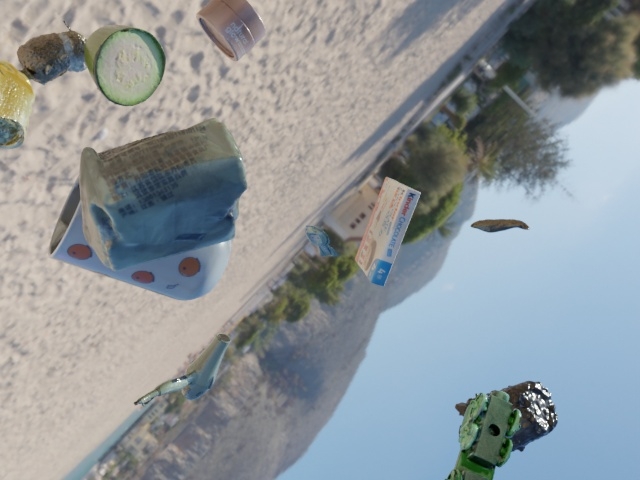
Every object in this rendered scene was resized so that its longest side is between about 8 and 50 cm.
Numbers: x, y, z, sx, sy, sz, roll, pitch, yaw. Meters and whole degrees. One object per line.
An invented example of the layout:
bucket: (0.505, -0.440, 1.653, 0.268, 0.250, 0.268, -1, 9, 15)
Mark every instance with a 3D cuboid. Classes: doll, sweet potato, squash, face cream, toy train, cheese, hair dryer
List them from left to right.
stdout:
doll: (-0.643, -0.423, 1.452, 0.221, 0.115, 0.105, -44, -168, -32)
squash: (-0.431, -0.392, 1.337, 0.170, 0.123, 0.170, -30, 142, -26)
hair dryer: (-0.258, 0.249, 1.207, 0.167, 0.067, 0.199, -53, 157, 9)
face cream: (-0.222, -0.537, 1.539, 0.104, 0.149, 0.149, -45, 180, -6)
cheese: (0.000, 0.000, 1.582, 0.067, 0.121, 0.026, 1, -131, 39)
toy train: (0.221, 0.338, 0.895, 0.119, 0.085, 0.251, 102, 15, -58)
sweet potato: (0.475, -0.039, 1.634, 0.153, 0.038, 0.041, 1, -139, 24)

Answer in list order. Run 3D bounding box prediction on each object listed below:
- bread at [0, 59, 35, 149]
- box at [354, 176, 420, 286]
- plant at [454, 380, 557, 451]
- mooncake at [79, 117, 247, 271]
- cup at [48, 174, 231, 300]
bread: (-0.598, -0.250, 1.147, 0.084, 0.119, 0.177, -15, -125, 24)
box: (0.182, -0.033, 1.742, 0.265, 0.048, 0.273, -123, -127, -77)
plant: (0.375, 0.367, 1.270, 0.131, 0.142, 0.203, -10, 152, -39)
mooncake: (-0.244, -0.073, 0.958, 0.254, 0.136, 0.250, -17, 155, -21)
cup: (-0.354, -0.007, 1.258, 0.212, 0.317, 0.212, -40, -144, 38)
